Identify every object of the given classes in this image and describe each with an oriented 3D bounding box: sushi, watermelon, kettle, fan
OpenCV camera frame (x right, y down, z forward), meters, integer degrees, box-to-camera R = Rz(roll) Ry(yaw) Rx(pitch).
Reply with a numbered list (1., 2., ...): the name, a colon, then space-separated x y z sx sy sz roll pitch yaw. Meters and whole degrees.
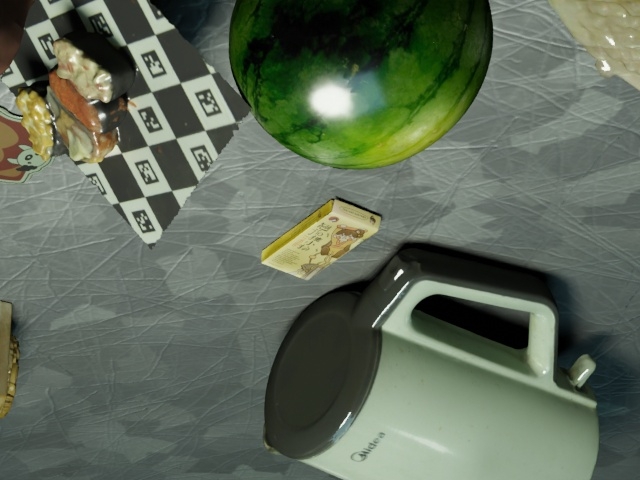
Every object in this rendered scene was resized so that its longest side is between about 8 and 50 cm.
1. sushi: -0.216 -0.135 1.655 0.264 0.050 0.290 48 144 7
2. watermelon: 0.037 -0.183 1.569 0.242 0.242 0.242 -1 148 -1
3. kettle: 0.167 0.187 2.193 0.376 0.250 0.361 24 119 -30
4. fan: -0.390 -0.115 1.871 0.220 0.009 0.132 17 141 -29

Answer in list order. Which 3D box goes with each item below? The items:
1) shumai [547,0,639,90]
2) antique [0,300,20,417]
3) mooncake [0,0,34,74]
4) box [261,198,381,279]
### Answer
1. shumai: 0.357 -0.277 1.420 0.267 0.262 0.314 41 161 -15
2. antique: -0.460 0.163 2.183 0.148 0.147 0.152 10 145 -21
3. mooncake: -0.425 -0.184 1.615 0.326 0.174 0.334 -17 143 19
4. box: 0.000 0.000 2.056 0.073 0.020 0.149 21 141 -30
